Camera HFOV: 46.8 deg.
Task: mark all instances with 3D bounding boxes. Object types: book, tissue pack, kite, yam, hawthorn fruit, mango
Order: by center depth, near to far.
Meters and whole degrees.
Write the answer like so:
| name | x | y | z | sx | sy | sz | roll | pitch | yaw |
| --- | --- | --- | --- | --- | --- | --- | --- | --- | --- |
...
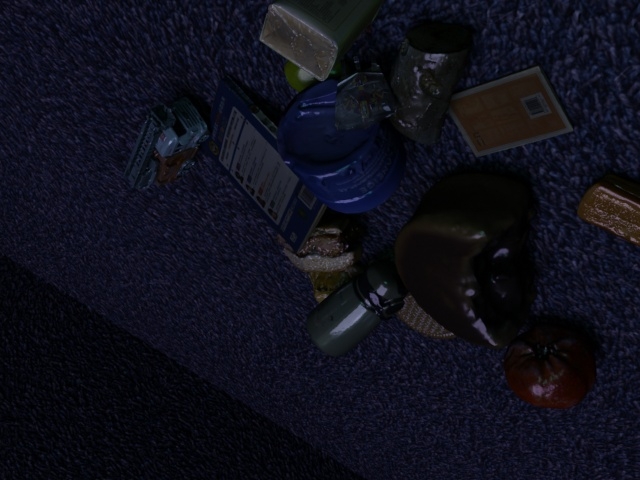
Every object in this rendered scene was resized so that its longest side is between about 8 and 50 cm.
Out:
| name | x | y | z | sx | sy | sz | roll | pitch | yaw |
| --- | --- | --- | --- | --- | --- | --- | --- | --- | --- |
| tissue pack | 0.010 | -0.454 | 1.477 | 0.159 | 0.234 | 0.125 | 34 | 147 | 0 |
| yam | 0.216 | -0.332 | 1.548 | 0.154 | 0.154 | 0.254 | 25 | 143 | 11 |
| kite | 0.083 | -0.350 | 1.565 | 0.141 | 0.245 | 0.015 | -12 | 163 | 19 |
| book | 0.398 | -0.272 | 1.587 | 0.242 | 0.018 | 0.170 | -11 | 126 | 45 |
| mango | -0.003 | -0.392 | 1.706 | 0.163 | 0.089 | 0.117 | 4 | 130 | 18 |
| book | -0.153 | -0.196 | 1.979 | 0.428 | 0.039 | 0.300 | 48 | 147 | 12 |
| hawthorn fruit | 0.629 | 0.360 | 2.011 | 0.242 | 0.241 | 0.271 | 5 | 148 | 35 |

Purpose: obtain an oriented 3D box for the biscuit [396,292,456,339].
| name | x | y | z | sx | sy | sz | roll | pitch | yaw |
| --- | --- | --- | --- | --- | --- | --- | --- | --- | --- |
| biscuit | 0.330 | 0.192 | 2.162 | 0.259 | 0.079 | 0.259 | 22 | 144 | 17 |

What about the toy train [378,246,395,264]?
| name | x | y | z | sx | sy | sz | roll | pitch | yaw |
| --- | --- | --- | --- | --- | --- | --- | --- | --- | --- |
| toy train | 0.204 | 0.050 | 2.126 | 0.053 | 0.033 | 0.083 | 43 | 144 | -23 |

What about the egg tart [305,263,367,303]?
| name | x | y | z | sx | sy | sz | roll | pitch | yaw |
| --- | --- | --- | --- | --- | --- | --- | --- | --- | --- |
| egg tart | 0.065 | 0.169 | 2.319 | 0.291 | 0.107 | 0.290 | 21 | 143 | 17 |

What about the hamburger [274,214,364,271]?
| name | x | y | z | sx | sy | sz | roll | pitch | yaw |
| --- | --- | --- | --- | --- | --- | --- | --- | --- | --- |
| hamburger | 0.000 | 0.000 | 2.119 | 0.282 | 0.246 | 0.155 | -124 | 21 | -73 |

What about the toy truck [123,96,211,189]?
| name | x | y | z | sx | sy | sz | roll | pitch | yaw |
| --- | --- | --- | --- | --- | --- | --- | --- | --- | --- |
| toy truck | -0.438 | -0.269 | 2.077 | 0.133 | 0.184 | 0.338 | 54 | 145 | 6 |

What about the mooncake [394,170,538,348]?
| name | x | y | z | sx | sy | sz | roll | pitch | yaw |
| --- | --- | --- | --- | --- | --- | --- | --- | --- | --- |
| mooncake | 0.385 | 0.036 | 1.776 | 0.393 | 0.246 | 0.394 | 39 | 145 | 0 |

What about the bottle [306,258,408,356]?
| name | x | y | z | sx | sy | sz | roll | pitch | yaw |
| --- | --- | --- | --- | --- | --- | --- | --- | --- | --- |
| bottle | 0.115 | 0.187 | 2.131 | 0.168 | 0.168 | 0.347 | 39 | 126 | -9 |

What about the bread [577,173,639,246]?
| name | x | y | z | sx | sy | sz | roll | pitch | yaw |
| --- | --- | --- | --- | --- | --- | --- | --- | --- | --- |
| bread | 0.662 | -0.064 | 1.584 | 0.201 | 0.077 | 0.116 | 27 | 147 | 11 |

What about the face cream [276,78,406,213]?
| name | x | y | z | sx | sy | sz | roll | pitch | yaw |
| --- | --- | --- | --- | --- | --- | --- | --- | --- | --- |
| face cream | 0.048 | -0.211 | 1.677 | 0.249 | 0.248 | 0.225 | 12 | 168 | 27 |
